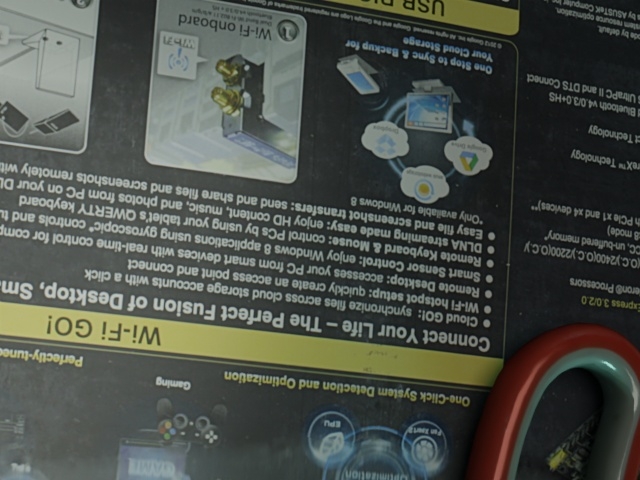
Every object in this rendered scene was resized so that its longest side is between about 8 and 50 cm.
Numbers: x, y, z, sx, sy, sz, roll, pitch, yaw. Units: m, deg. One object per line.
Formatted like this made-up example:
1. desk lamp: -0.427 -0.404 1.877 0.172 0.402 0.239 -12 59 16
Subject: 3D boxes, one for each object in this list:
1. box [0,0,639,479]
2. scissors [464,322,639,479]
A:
1. box: 0.000 0.000 0.494 0.395 0.097 0.318 7 76 -21
2. scissors: 0.068 0.172 0.441 0.109 0.021 0.297 15 80 -22
